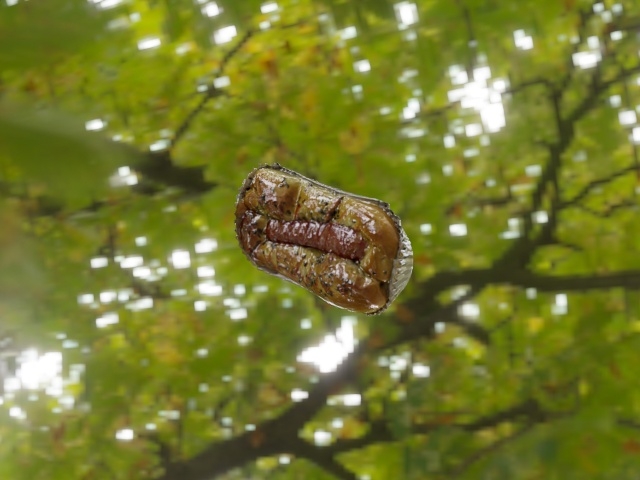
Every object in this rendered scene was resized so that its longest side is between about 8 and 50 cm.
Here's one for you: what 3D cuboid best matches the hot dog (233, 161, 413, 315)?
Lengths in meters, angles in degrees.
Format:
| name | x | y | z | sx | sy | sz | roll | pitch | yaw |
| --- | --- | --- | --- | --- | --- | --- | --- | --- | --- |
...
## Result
| name | x | y | z | sx | sy | sz | roll | pitch | yaw |
| --- | --- | --- | --- | --- | --- | --- | --- | --- | --- |
| hot dog | 0.000 | 0.000 | 1.664 | 0.059 | 0.191 | 0.108 | -10 | -65 | -49 |
